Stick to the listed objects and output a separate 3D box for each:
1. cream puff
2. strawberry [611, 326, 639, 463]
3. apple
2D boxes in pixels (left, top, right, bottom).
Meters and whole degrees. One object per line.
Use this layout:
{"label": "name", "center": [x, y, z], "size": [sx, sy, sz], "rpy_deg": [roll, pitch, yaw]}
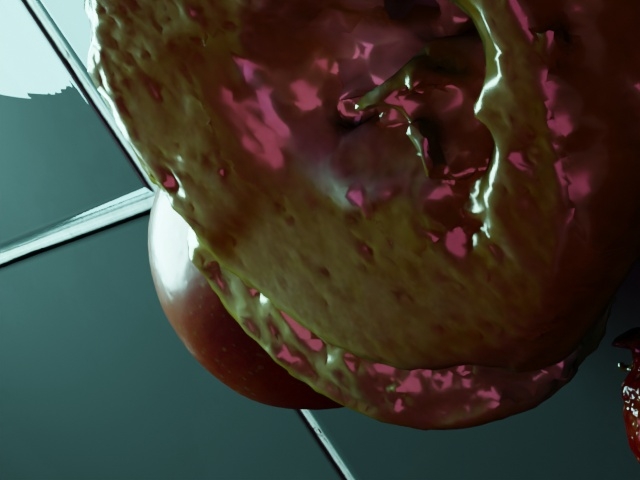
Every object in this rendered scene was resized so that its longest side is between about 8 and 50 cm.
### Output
{"label": "cream puff", "center": [0.067, -0.098, 0.814], "size": [0.327, 0.231, 0.343], "rpy_deg": [11, 124, 35]}
{"label": "strawberry", "center": [0.226, 0.111, 0.988], "size": [0.187, 0.082, 0.146], "rpy_deg": [43, 152, 0]}
{"label": "apple", "center": [0.000, 0.000, 1.030], "size": [0.181, 0.181, 0.168], "rpy_deg": [52, 150, -5]}
